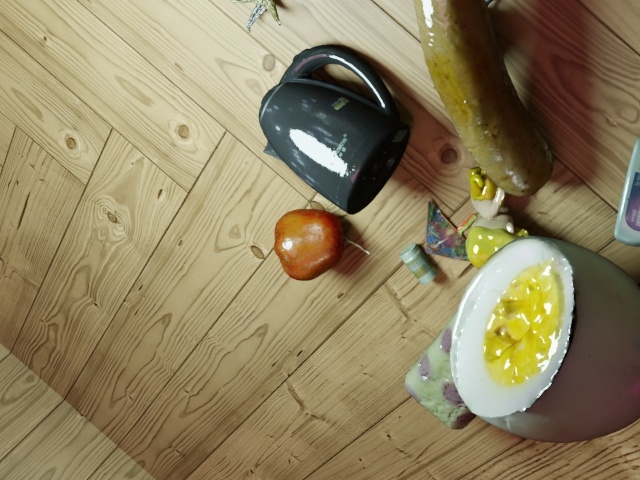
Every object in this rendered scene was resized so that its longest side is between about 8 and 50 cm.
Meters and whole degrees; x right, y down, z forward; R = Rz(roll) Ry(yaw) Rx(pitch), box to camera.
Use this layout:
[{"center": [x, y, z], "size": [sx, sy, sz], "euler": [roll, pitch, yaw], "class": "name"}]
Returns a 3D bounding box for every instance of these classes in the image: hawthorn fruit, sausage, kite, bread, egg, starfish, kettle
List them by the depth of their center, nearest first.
[{"center": [0.270, -0.266, 1.472], "size": [0.136, 0.123, 0.501], "euler": [-23, 124, 17], "class": "sausage"}, {"center": [0.464, 0.199, 1.559], "size": [0.340, 0.354, 0.354], "euler": [20, 140, -23], "class": "egg"}, {"center": [-0.115, -0.468, 1.701], "size": [0.130, 0.041, 0.133], "euler": [41, 142, 13], "class": "starfish"}, {"center": [0.021, -0.239, 1.703], "size": [0.290, 0.207, 0.268], "euler": [36, 106, 18], "class": "kettle"}, {"center": [0.275, -0.011, 1.807], "size": [0.190, 0.010, 0.159], "euler": [47, 133, -8], "class": "kite"}, {"center": [0.329, 0.258, 1.869], "size": [0.187, 0.155, 0.338], "euler": [39, 135, 9], "class": "bread"}, {"center": [0.000, 0.000, 1.915], "size": [0.203, 0.162, 0.162], "euler": [-16, 114, 16], "class": "hawthorn fruit"}]

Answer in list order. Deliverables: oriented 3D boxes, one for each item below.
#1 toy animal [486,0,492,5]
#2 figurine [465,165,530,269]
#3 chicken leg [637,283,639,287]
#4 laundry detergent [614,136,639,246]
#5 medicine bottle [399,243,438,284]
[{"center": [0.283, -0.376, 1.502], "size": [0.079, 0.070, 0.253], "euler": [22, 130, -31], "class": "toy animal"}, {"center": [0.340, -0.025, 1.685], "size": [0.156, 0.131, 0.246], "euler": [2, 111, 56], "class": "figurine"}, {"center": [0.645, 0.067, 1.573], "size": [0.113, 0.093, 0.304], "euler": [33, 140, -7], "class": "chicken leg"}, {"center": [0.650, -0.060, 1.421], "size": [0.280, 0.105, 0.215], "euler": [15, 100, 24], "class": "laundry detergent"}, {"center": [0.214, 0.052, 1.868], "size": [0.083, 0.047, 0.047], "euler": [51, 134, -9], "class": "medicine bottle"}]
